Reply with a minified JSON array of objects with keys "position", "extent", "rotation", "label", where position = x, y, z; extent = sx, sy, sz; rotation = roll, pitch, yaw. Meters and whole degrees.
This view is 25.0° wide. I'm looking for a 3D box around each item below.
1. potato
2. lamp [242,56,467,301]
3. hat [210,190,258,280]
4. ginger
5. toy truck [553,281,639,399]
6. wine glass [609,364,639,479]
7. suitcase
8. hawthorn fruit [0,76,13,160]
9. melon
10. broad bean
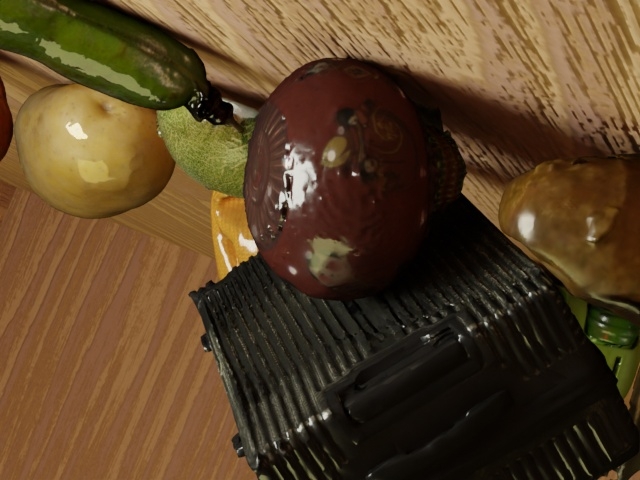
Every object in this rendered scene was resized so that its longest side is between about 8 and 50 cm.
[{"position":[-0.233,-0.092,1.489],"extent":[0.150,0.146,0.234],"rotation":[-9,-174,-22],"label":"potato"},{"position":[0.024,-0.040,0.924],"extent":[0.135,0.157,0.156],"rotation":[4,166,-18],"label":"lamp"},{"position":[-0.037,0.031,1.371],"extent":[0.233,0.233,0.244],"rotation":[16,174,35],"label":"hat"},{"position":[0.238,0.028,0.907],"extent":[0.309,0.107,0.133],"rotation":[27,178,-44],"label":"ginger"},{"position":[0.256,0.112,1.593],"extent":[0.187,0.148,0.210],"rotation":[15,-166,4],"label":"toy truck"},{"position":[0.409,0.180,1.188],"extent":[0.323,0.238,0.238],"rotation":[17,174,11],"label":"wine glass"},{"position":[0.053,0.086,1.005],"extent":[0.152,0.229,0.335],"rotation":[59,179,-21],"label":"suitcase"},{"position":[-0.411,-0.141,1.497],"extent":[0.189,0.189,0.189],"rotation":[21,175,2],"label":"hawthorn fruit"},{"position":[-0.076,-0.082,1.212],"extent":[0.160,0.079,0.128],"rotation":[22,176,2],"label":"melon"},{"position":[-0.203,-0.158,1.034],"extent":[0.339,0.061,0.077],"rotation":[23,167,-21],"label":"broad bean"}]
